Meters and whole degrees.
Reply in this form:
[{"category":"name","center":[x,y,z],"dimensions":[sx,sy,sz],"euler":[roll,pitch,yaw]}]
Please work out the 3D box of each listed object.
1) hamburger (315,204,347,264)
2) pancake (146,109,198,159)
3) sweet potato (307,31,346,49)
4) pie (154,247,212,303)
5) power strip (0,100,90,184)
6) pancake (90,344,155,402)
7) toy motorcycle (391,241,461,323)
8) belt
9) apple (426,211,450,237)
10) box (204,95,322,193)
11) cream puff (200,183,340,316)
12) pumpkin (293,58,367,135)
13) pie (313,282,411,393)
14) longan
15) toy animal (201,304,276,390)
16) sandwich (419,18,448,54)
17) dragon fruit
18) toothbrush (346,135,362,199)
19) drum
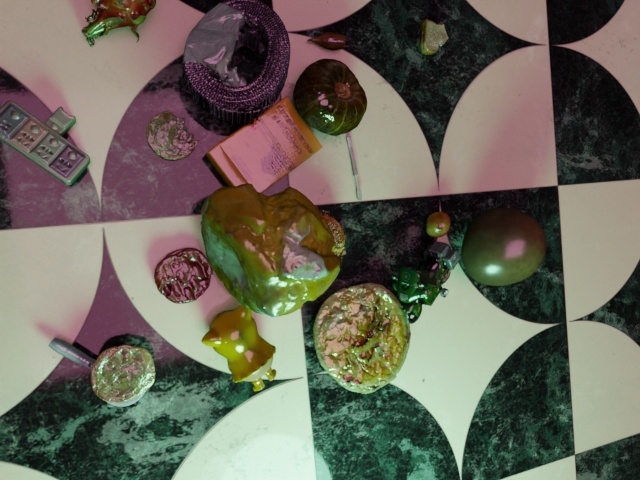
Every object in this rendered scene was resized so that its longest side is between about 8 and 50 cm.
[{"category":"hamburger","center":[0.003,0.002,1.356],"dimensions":[0.164,0.093,0.189],"euler":[-37,104,-16]},{"category":"pancake","center":[-0.393,-0.273,1.244],"dimensions":[0.116,0.023,0.129],"euler":[-33,102,-14]},{"category":"sweet potato","center":[0.019,-0.576,1.375],"dimensions":[0.117,0.049,0.049],"euler":[-2,92,-13]},{"category":"pie","center":[-0.361,0.093,1.257],"dimensions":[0.154,0.038,0.153],"euler":[0,90,-23]},{"category":"power strip","center":[-0.652,-0.250,1.139],"dimensions":[0.216,0.061,0.145],"euler":[39,72,-17]},{"category":"pancake","center":[-0.483,0.329,1.169],"dimensions":[0.152,0.025,0.151],"euler":[0,91,-21]},{"category":"toy motorcycle","center":[0.319,0.108,1.440],"dimensions":[0.274,0.125,0.187],"euler":[-49,131,-25]},{"category":"belt","center":[-0.212,-0.469,1.232],"dimensions":[0.261,0.122,0.324],"euler":[17,79,-5]},{"category":"apple","center":[0.367,-0.051,1.494],"dimensions":[0.071,0.084,0.083],"euler":[6,89,-3]},{"category":"box","center":[-0.154,-0.245,1.304],"dimensions":[0.274,0.076,0.174],"euler":[-40,102,-15]},{"category":"cream puff","center":[-0.110,0.012,1.183],"dimensions":[0.276,0.378,0.377],"euler":[-33,102,-28]},{"category":"pumpkin","center":[0.025,-0.393,1.329],"dimensions":[0.219,0.162,0.218],"euler":[15,63,-30]},{"category":"pie","center":[0.132,0.291,1.415],"dimensions":[0.340,0.077,0.338],"euler":[1,87,-21]},{"category":"longan","center":[0.566,0.024,1.484],"dimensions":[0.259,0.258,0.257],"euler":[0,91,-20]},{"category":"toy animal","center":[-0.202,0.292,1.265],"dimensions":[0.156,0.156,0.229],"euler":[-37,106,-15]},{"category":"sandwich","center":[0.357,-0.636,1.502],"dimensions":[0.093,0.036,0.104],"euler":[8,89,-21]},{"category":"dragon fruit","center":[-0.489,-0.566,1.158],"dimensions":[0.137,0.135,0.235],"euler":[29,103,-17]},{"category":"toothbrush","center":[0.101,-0.216,1.427],"dimensions":[0.014,0.017,0.194],"euler":[-12,95,-18]},{"category":"drum","center":[-0.538,0.307,1.189],"dimensions":[0.130,0.049,0.253],"euler":[-40,104,-14]}]
